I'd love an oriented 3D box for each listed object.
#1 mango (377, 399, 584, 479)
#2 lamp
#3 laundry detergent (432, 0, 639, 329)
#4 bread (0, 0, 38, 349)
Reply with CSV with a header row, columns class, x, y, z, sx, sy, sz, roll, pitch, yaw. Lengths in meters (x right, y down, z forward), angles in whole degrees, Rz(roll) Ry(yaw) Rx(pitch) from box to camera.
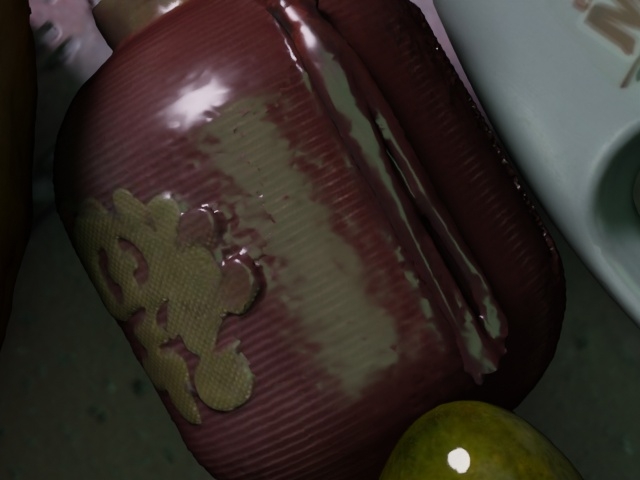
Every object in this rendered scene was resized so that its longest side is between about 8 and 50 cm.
class,x,y,z,sx,sy,sz,roll,pitch,yaw
mango,0.022,0.182,0.751,0.289,0.129,0.146,-48,60,40
lamp,0.000,0.000,0.794,0.180,0.180,0.258,-30,91,5
laundry detergent,0.170,-0.077,0.807,0.398,0.125,0.264,31,97,2
bread,-0.195,-0.012,0.762,0.167,0.277,0.324,2,91,-2
